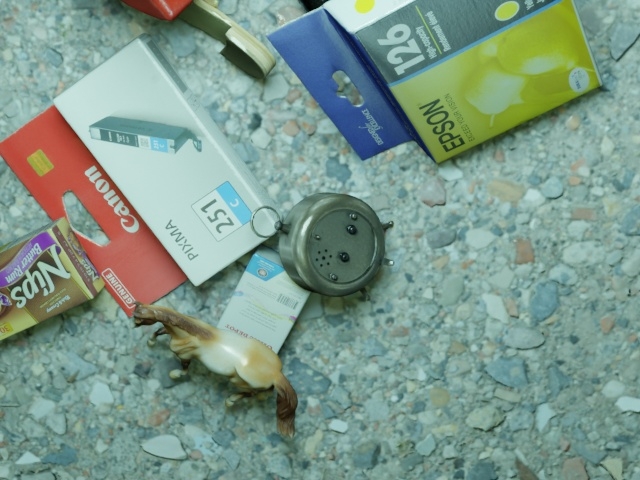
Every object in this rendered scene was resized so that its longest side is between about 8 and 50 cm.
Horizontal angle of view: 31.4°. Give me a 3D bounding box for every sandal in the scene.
[{"bbox_3d":[-0.137,-0.299,1.369,0.240,0.088,0.079,40,74,-7],"label":"sandal"}]

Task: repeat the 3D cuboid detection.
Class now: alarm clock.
[{"bbox_3d":[0.000,0.000,1.418,0.192,0.064,0.129,18,87,-22],"label":"alarm clock"}]

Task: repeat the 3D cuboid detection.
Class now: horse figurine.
[{"bbox_3d":[-0.129,0.157,1.470,0.263,0.066,0.174,29,150,-3],"label":"horse figurine"}]

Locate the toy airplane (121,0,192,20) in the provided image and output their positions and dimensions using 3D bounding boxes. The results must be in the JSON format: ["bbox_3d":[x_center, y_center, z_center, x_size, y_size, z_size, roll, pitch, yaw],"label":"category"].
[{"bbox_3d":[-0.319,-0.422,1.199,0.386,0.272,0.384,-4,89,-29],"label":"toy airplane"}]

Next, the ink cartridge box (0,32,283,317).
[{"bbox_3d":[-0.236,-0.068,1.447,0.261,0.066,0.296,-33,103,13],"label":"ink cartridge box"}]

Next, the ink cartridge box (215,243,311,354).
[{"bbox_3d":[-0.071,0.080,1.490,0.089,0.052,0.122,27,107,-4],"label":"ink cartridge box"}]

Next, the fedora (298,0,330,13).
[{"bbox_3d":[0.111,-0.351,1.281,0.334,0.152,0.333,1,109,4],"label":"fedora"}]

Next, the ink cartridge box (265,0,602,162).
[{"bbox_3d":[0.140,-0.202,1.278,0.307,0.072,0.303,-28,149,11],"label":"ink cartridge box"}]

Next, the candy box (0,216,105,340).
[{"bbox_3d":[-0.392,0.057,1.500,0.187,0.053,0.109,-23,106,18],"label":"candy box"}]
